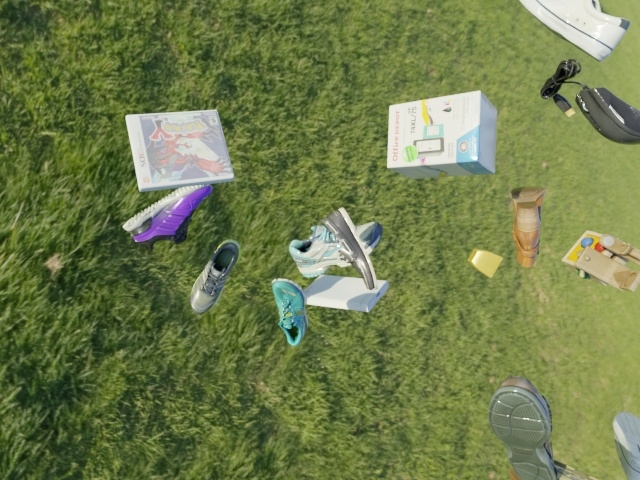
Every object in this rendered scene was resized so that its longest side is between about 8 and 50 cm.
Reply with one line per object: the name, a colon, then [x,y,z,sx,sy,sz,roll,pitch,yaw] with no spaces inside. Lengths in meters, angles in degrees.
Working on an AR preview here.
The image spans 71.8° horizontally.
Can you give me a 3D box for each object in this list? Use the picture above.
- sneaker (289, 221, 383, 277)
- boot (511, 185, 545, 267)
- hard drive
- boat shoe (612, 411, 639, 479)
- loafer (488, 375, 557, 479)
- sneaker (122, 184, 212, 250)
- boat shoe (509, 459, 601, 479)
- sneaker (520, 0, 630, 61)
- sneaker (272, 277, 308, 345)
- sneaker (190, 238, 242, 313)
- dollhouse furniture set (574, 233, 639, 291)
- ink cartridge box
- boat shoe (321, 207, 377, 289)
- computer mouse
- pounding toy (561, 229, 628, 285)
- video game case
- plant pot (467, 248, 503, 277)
sneaker: [0.033,0.009,1.190,0.122,0.283,0.110,52,31,-23]
boot: [0.717,-0.057,1.519,0.283,0.109,0.220,-55,138,-57]
hard drive: [0.105,0.237,2.038,0.233,0.353,0.047,-38,123,-51]
boat shoe: [0.757,0.506,1.085,0.226,0.083,0.075,-17,122,-57]
loafer: [0.355,0.317,0.767,0.084,0.096,0.267,-53,129,-42]
sneaker: [-0.456,-0.070,1.407,0.294,0.102,0.146,-33,112,-10]
boat shoe: [0.491,0.466,0.789,0.089,0.285,0.104,-12,106,-36]
sneaker: [0.542,-0.486,0.949,0.094,0.091,0.258,1,46,-45]
sneaker: [-0.103,0.248,1.535,0.110,0.107,0.275,-69,149,-54]
sneaker: [-0.389,0.129,1.609,0.111,0.121,0.299,26,87,-4]
dollhouse furniture set: [0.702,0.029,1.007,0.123,0.151,0.144,31,94,9]
ink cartridge box: [0.365,-0.303,1.327,0.197,0.270,0.197,5,87,-56]
boat shoe: [0.065,0.026,0.994,0.065,0.075,0.206,-23,72,-4]
computer mouse: [0.604,-0.282,0.993,0.262,0.184,0.060,41,96,3]
pounding toy: [0.724,0.051,1.179,0.100,0.130,0.141,38,94,-16]
video game case: [-0.310,-0.204,0.982,0.202,0.023,0.183,-10,73,-22]
plant pot: [0.559,0.069,1.521,0.083,0.081,0.081,28,96,0]
